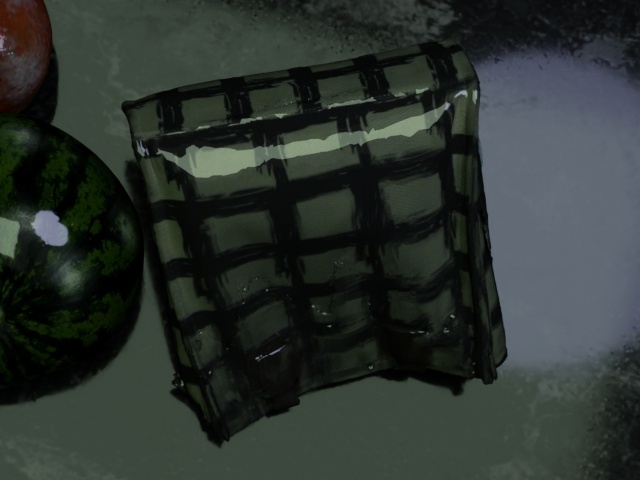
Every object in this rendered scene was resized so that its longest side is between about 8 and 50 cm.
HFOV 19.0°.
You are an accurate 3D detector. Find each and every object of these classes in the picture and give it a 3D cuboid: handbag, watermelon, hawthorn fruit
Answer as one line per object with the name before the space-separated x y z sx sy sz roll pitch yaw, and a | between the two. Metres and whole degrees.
handbag | 0.000 0.000 1.795 0.325 0.162 0.327 -11 116 -3
watermelon | -0.297 0.009 1.774 0.269 0.269 0.269 1 82 -5
hawthorn fruit | -0.337 -0.194 1.841 0.173 0.173 0.173 1 82 -5

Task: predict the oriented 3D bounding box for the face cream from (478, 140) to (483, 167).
face cream | 0.043 -0.072 1.899 0.229 0.075 0.075 -16 84 -8
